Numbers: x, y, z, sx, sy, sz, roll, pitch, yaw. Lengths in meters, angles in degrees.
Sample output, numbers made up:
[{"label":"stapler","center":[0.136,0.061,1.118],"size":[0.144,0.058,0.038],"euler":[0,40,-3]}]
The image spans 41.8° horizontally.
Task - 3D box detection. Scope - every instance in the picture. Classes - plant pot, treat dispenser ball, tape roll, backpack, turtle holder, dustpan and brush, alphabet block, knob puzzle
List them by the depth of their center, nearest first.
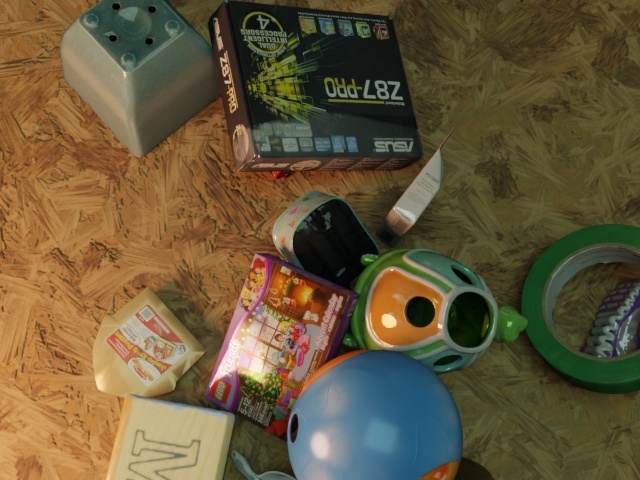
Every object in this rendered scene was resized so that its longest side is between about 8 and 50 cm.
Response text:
[{"label":"treat dispenser ball","center":[0.089,0.323,1.376],"size":[0.288,0.288,0.288],"euler":[1,75,-5]},{"label":"alphabet block","center":[-0.260,0.389,1.471],"size":[0.193,0.192,0.197],"euler":[11,74,-1]},{"label":"dustpan and brush","center":[-0.096,0.457,1.518],"size":[0.147,0.060,0.211],"euler":[-57,46,15]},{"label":"turtle holder","center":[0.217,0.153,1.542],"size":[0.320,0.227,0.243],"euler":[43,67,-28]},{"label":"knob puzzle","center":[-0.344,0.215,1.588],"size":[0.213,0.030,0.213],"euler":[2,76,-6]},{"label":"tape roll","center":[0.551,0.127,1.597],"size":[0.321,0.077,0.321],"euler":[-13,59,22]},{"label":"backpack","center":[0.000,0.000,1.599],"size":[0.166,0.188,0.144],"euler":[-41,39,-12]},{"label":"plant pot","center":[-0.350,-0.358,1.621],"size":[0.248,0.252,0.247],"euler":[-41,84,-13]}]

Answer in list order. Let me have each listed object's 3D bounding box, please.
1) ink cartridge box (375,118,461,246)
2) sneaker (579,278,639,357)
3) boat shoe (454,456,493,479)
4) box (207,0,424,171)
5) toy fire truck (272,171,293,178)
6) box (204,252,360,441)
[{"label":"ink cartridge box","center":[0.208,-0.107,1.645],"size":[0.066,0.189,0.232],"euler":[41,75,5]},{"label":"sneaker","center":[0.600,0.190,1.665],"size":[0.105,0.095,0.236],"euler":[31,79,-4]},{"label":"boat shoe","center":[0.144,0.471,1.541],"size":[0.342,0.123,0.123],"euler":[-2,107,-7]},{"label":"box","center":[-0.005,-0.295,1.643],"size":[0.395,0.097,0.318],"euler":[-3,77,-33]},{"label":"toy fire truck","center":[-0.036,-0.222,1.723],"size":[0.192,0.047,0.135],"euler":[-25,79,-11]},{"label":"box","center":[-0.073,0.193,1.518],"size":[0.201,0.057,0.293],"euler":[23,99,23]}]
